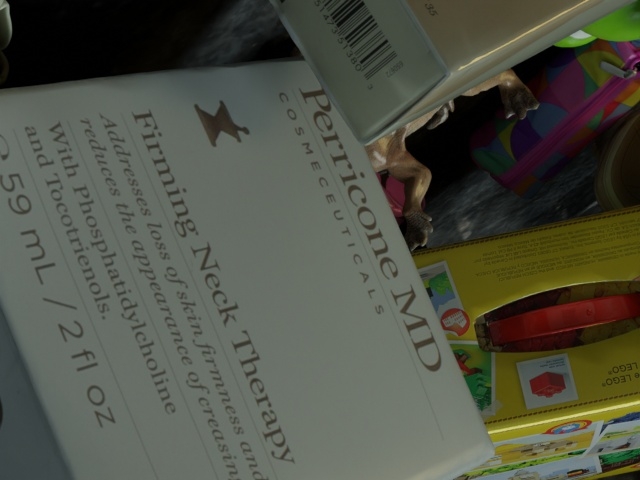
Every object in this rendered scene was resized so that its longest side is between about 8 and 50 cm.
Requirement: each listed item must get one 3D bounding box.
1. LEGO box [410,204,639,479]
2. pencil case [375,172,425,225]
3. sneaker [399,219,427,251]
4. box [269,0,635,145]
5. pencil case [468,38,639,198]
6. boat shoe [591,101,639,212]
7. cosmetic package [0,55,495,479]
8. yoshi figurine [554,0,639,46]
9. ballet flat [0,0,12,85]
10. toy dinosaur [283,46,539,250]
[{"bbox_3d":[0.237,0.124,1.888,0.500,0.193,0.372,-11,162,-1],"label":"LEGO box"},{"bbox_3d":[0.000,0.000,1.853,0.209,0.095,0.098,-41,-164,22],"label":"pencil case"},{"bbox_3d":[0.061,0.044,2.062,0.147,0.104,0.296,-29,160,5],"label":"sneaker"},{"bbox_3d":[0.126,-0.202,1.309,0.311,0.148,0.121,-31,177,-36],"label":"box"},{"bbox_3d":[0.256,-0.142,1.900,0.104,0.104,0.236,-12,153,-51],"label":"pencil case"},{"bbox_3d":[0.337,-0.089,1.947,0.098,0.109,0.302,-27,-167,36],"label":"boat shoe"},{"bbox_3d":[-0.161,0.095,1.278,0.327,0.329,0.393,-28,172,36],"label":"cosmetic package"},{"bbox_3d":[0.325,-0.269,1.526,0.362,0.203,0.203,-34,151,14],"label":"yoshi figurine"},{"bbox_3d":[-0.219,-0.133,1.099,0.073,0.080,0.232,-38,175,-14],"label":"ballet flat"},{"bbox_3d":[0.055,-0.136,1.532,0.296,0.127,0.200,-47,126,-13],"label":"toy dinosaur"}]
